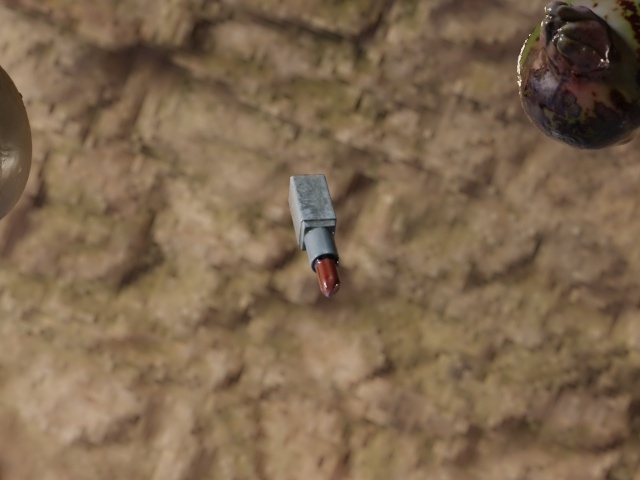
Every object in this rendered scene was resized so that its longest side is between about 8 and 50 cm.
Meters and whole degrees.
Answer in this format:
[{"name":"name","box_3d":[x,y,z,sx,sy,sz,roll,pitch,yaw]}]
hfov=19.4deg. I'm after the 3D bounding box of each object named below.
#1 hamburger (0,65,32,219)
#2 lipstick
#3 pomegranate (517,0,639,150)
[{"name":"hamburger","box_3d":[-0.384,-0.098,1.849,0.147,0.237,0.237,-16,30,-40]},{"name":"lipstick","box_3d":[-0.001,0.000,1.491,0.030,0.030,0.129,-2,43,-10]},{"name":"pomegranate","box_3d":[0.221,-0.136,1.498,0.126,0.138,0.163,60,16,1]}]
